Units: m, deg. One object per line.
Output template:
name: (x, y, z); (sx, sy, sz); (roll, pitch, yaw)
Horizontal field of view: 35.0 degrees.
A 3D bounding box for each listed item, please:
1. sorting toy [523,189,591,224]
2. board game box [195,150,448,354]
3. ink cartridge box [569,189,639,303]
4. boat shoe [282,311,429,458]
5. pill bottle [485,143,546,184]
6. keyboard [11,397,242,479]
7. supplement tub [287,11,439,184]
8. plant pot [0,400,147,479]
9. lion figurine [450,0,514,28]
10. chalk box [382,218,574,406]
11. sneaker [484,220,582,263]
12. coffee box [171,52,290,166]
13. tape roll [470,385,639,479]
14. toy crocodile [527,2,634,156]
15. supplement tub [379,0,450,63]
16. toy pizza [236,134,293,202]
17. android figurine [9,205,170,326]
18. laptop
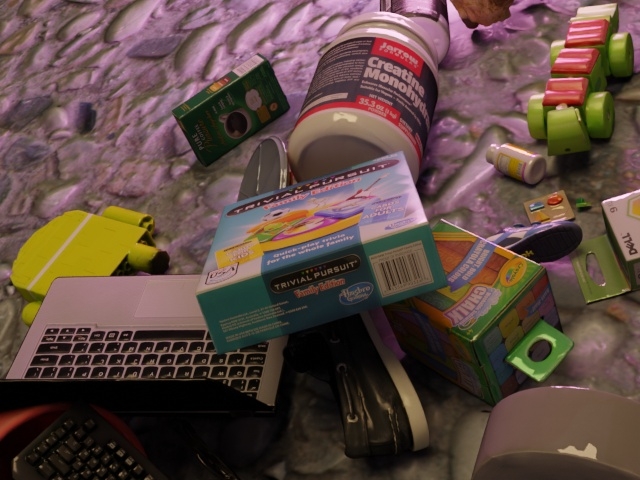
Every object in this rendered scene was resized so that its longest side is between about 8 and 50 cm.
sorting toy: (0.319, -0.047, 1.366); (0.083, 0.012, 0.062); (-19, 41, 9)
board game box: (0.000, 0.000, 1.202); (0.254, 0.079, 0.336); (-17, 17, 5)
ink cartridge box: (0.409, -0.008, 1.242); (0.209, 0.062, 0.109); (-18, 42, 10)
boat shoe: (0.013, 0.135, 1.247); (0.113, 0.127, 0.340); (-20, 49, -11)
pill bottle: (0.274, -0.111, 1.432); (0.043, 0.043, 0.083); (-43, 44, -18)
keyboard: (-0.154, 0.287, 1.090); (0.317, 0.033, 0.201); (43, 45, 3)
supplement tub: (0.071, -0.191, 1.505); (0.191, 0.191, 0.272); (-4, 46, 24)
plant pot: (-0.371, 0.313, 1.170); (0.243, 0.275, 0.275); (-4, 45, 37)
lion figurine: (0.391, -0.492, 1.701); (0.392, 0.142, 0.240); (-17, 49, 4)
chalk box: (0.192, 0.092, 1.195); (0.132, 0.132, 0.213); (-43, 43, -20)
sneaker: (0.264, 0.002, 1.307); (0.144, 0.053, 0.059); (-19, 31, 19)
coffee box: (-0.149, -0.221, 1.708); (0.184, 0.113, 0.040); (-37, 43, -10)
tape roll: (0.255, 0.229, 0.955); (0.219, 0.219, 0.072); (2, 48, 29)
toy crocodile: (0.376, -0.241, 1.469); (0.115, 0.105, 0.340); (3, 48, 29)
supplement tub: (0.158, -0.382, 1.717); (0.117, 0.117, 0.190); (-13, 42, 15)
toy pizza: (-0.080, -0.053, 1.476); (0.032, 0.201, 0.201); (11, 36, -22)
android figurine: (-0.371, 0.040, 1.591); (0.273, 0.056, 0.248); (11, 54, 32)
laptop: (-0.249, 0.101, 1.260); (0.382, 0.236, 0.408); (-1, 40, 11)
